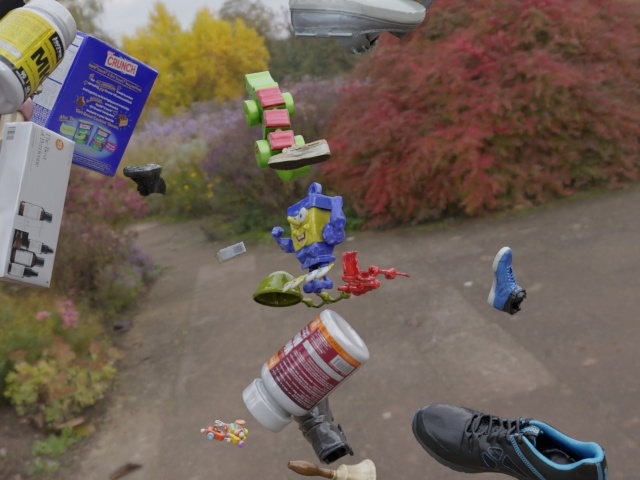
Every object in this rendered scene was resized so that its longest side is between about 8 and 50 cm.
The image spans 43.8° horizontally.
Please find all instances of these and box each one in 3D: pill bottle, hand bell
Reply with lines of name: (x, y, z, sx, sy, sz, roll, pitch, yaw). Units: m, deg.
pill bottle: (-0.029, 0.237, 1.436, 0.221, 0.121, 0.121, -42, 8, 8)
hand bell: (0.021, 0.649, 2.220, 0.242, 0.126, 0.126, 20, -2, -21)
pill bottle: (-0.513, -0.322, 1.363, 0.119, 0.119, 0.208, -8, 41, 32)

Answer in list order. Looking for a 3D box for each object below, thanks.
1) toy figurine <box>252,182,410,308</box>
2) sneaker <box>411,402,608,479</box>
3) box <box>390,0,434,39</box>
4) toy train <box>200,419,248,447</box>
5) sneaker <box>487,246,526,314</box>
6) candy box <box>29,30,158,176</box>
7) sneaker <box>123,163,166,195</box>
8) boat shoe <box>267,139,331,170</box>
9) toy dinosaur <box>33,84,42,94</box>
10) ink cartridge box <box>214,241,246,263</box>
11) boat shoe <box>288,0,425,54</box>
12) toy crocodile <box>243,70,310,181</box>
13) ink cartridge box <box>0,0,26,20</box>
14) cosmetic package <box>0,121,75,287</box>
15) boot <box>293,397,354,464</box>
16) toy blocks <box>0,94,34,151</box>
toy figurine: (0.000, 0.000, 1.567, 0.191, 0.217, 0.362, 2, -15, -28)
sneaker: (0.321, 0.339, 1.362, 0.341, 0.139, 0.125, 16, 45, 22)
box: (0.170, -0.452, 1.233, 0.183, 0.056, 0.231, -45, 24, 50)
toy train: (-0.264, 0.533, 2.258, 0.125, 0.046, 0.166, 22, 4, 3)
sneaker: (0.431, 0.095, 1.793, 0.058, 0.152, 0.085, -12, 27, -42)
candy box: (-0.604, -0.357, 2.084, 0.122, 0.317, 0.268, 27, 3, 31)
sneaker: (-0.472, -0.157, 2.141, 0.051, 0.089, 0.170, 20, 18, 21)
boat shoe: (-0.046, -0.182, 1.684, 0.135, 0.045, 0.050, -10, -20, 4)
toy dinosaur: (-0.684, -0.388, 1.642, 0.118, 0.268, 0.064, -35, 1, -19)
ink cartridge box: (-0.231, 0.035, 2.028, 0.063, 0.029, 0.115, -22, -3, -18)
boat shoe: (0.051, -0.309, 1.140, 0.228, 0.081, 0.079, 17, 32, 36)
toy crocodile: (-0.106, -0.272, 1.860, 0.115, 0.340, 0.105, -9, -31, -14)
ink cartridge box: (-0.757, -0.527, 1.777, 0.065, 0.332, 0.165, 34, 69, 33)
cosmetic package: (-0.447, -0.053, 1.221, 0.060, 0.239, 0.099, 1, -12, 24)
boot: (-0.010, 0.363, 1.668, 0.118, 0.222, 0.338, -33, -13, 6)
toy blocks: (-0.720, -0.226, 1.497, 0.309, 0.260, 0.288, 15, -44, -26)
